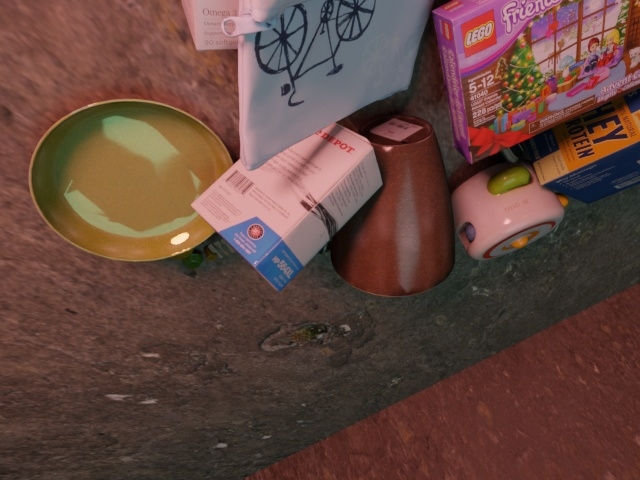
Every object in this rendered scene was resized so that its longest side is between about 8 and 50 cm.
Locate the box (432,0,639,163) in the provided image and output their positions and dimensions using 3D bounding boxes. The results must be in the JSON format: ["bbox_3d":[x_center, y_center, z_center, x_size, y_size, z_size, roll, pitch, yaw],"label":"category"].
[{"bbox_3d":[0.301,-0.246,0.516,0.293,0.057,0.201,-25,131,4],"label":"box"}]

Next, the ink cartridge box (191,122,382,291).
[{"bbox_3d":[-0.041,-0.061,0.540,0.203,0.148,0.086,-45,146,-9],"label":"ink cartridge box"}]

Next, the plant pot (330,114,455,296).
[{"bbox_3d":[0.115,-0.069,0.653,0.215,0.215,0.230,-15,129,-12],"label":"plant pot"}]

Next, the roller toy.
[{"bbox_3d":[0.363,-0.051,0.812,0.209,0.146,0.191,1,150,-42],"label":"roller toy"}]

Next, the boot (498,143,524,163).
[{"bbox_3d":[0.323,-0.230,0.640,0.178,0.085,0.236,-43,142,21],"label":"boot"}]

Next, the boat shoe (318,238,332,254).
[{"bbox_3d":[0.000,0.000,0.780,0.152,0.049,0.056,-7,142,-22],"label":"boat shoe"}]

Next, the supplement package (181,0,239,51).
[{"bbox_3d":[-0.067,-0.270,0.345,0.105,0.105,0.179,-10,142,-18],"label":"supplement package"}]

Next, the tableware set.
[{"bbox_3d":[-0.215,-0.007,0.675,0.104,0.024,0.154,-23,145,3],"label":"tableware set"}]

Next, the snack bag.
[{"bbox_3d":[0.045,-0.243,0.378,0.323,0.037,0.343,-38,156,-35],"label":"snack bag"}]

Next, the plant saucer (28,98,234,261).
[{"bbox_3d":[-0.234,-0.074,0.539,0.240,0.037,0.241,-13,134,-15],"label":"plant saucer"}]

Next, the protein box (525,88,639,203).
[{"bbox_3d":[0.503,-0.178,0.712,0.201,0.136,0.199,8,154,-37],"label":"protein box"}]
